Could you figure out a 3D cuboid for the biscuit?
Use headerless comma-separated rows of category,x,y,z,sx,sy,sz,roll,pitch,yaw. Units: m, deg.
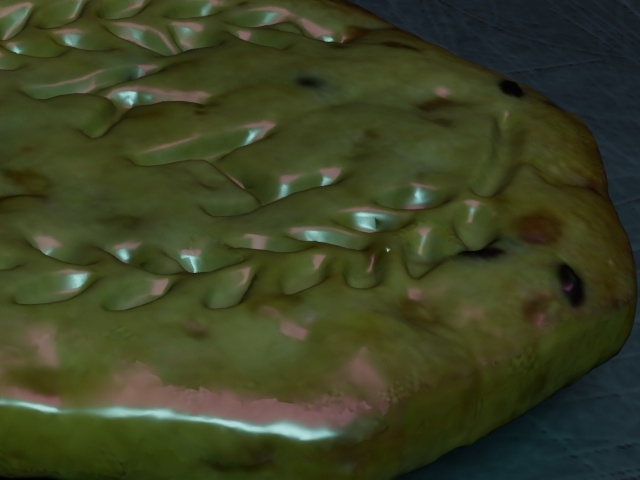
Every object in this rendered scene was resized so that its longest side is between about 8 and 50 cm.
biscuit,-0.057,-0.025,0.702,0.359,0.046,0.359,6,30,-4
